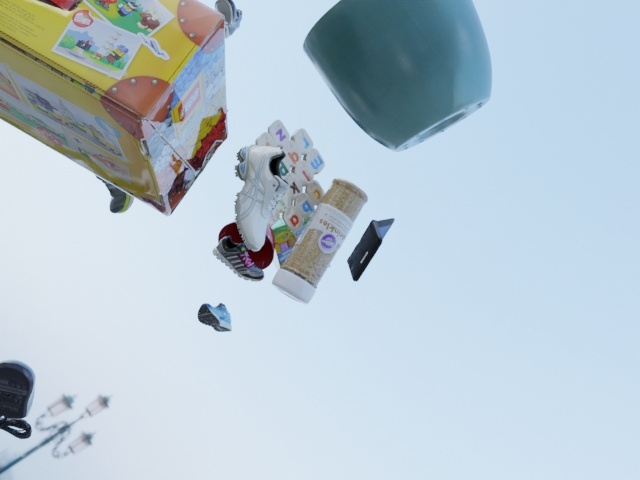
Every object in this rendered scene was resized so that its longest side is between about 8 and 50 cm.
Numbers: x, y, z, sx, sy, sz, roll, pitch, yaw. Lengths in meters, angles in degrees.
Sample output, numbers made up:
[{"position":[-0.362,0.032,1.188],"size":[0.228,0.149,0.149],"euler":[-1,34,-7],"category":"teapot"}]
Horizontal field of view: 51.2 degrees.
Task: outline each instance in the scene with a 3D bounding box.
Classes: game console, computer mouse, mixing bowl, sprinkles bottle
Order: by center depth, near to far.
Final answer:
[{"position":[0.115,0.020,1.420],"size":[0.122,0.071,0.107],"euler":[-61,-154,31],"category":"game console"},{"position":[-0.840,0.407,1.792],"size":[0.188,0.072,0.272],"euler":[21,-61,-13],"category":"computer mouse"},{"position":[0.000,0.000,1.866],"size":[0.121,0.355,0.121],"euler":[29,-11,6],"category":"sprinkles bottle"},{"position":[-0.210,-0.008,2.027],"size":[0.181,0.098,0.181],"euler":[10,-52,13],"category":"mixing bowl"}]

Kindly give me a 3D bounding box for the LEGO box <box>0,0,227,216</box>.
[{"position":[-0.405,-0.289,1.022],"size":[0.500,0.193,0.372],"euler":[30,-19,2],"category":"LEGO box"}]

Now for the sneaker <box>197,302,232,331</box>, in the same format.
[{"position":[-0.308,0.213,1.948],"size":[0.063,0.073,0.162],"euler":[-5,-27,16],"category":"sneaker"}]

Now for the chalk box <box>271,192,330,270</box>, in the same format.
[{"position":[-0.098,-0.036,2.301],"size":[0.180,0.179,0.289],"euler":[-123,-164,-56],"category":"chalk box"}]

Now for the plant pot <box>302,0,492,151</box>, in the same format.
[{"position":[0.151,-0.293,1.133],"size":[0.235,0.293,0.293],"euler":[63,-31,2],"category":"plant pot"}]

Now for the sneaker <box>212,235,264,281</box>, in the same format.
[{"position":[-0.222,0.048,1.865],"size":[0.170,0.063,0.075],"euler":[35,-64,12],"category":"sneaker"}]

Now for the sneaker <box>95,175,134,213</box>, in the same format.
[{"position":[-0.615,-0.200,1.969],"size":[0.111,0.121,0.300],"euler":[60,-34,39],"category":"sneaker"}]

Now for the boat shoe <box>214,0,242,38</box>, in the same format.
[{"position":[-0.265,-0.665,1.961],"size":[0.075,0.065,0.206],"euler":[53,-13,0],"category":"boat shoe"}]

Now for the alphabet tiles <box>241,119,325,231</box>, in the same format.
[{"position":[-0.099,-0.177,1.849],"size":[0.021,0.284,0.278],"euler":[0,-47,47],"category":"alphabet tiles"}]

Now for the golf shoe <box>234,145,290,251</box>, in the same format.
[{"position":[-0.092,-0.071,1.088],"size":[0.086,0.069,0.176],"euler":[-4,-97,18],"category":"golf shoe"}]
